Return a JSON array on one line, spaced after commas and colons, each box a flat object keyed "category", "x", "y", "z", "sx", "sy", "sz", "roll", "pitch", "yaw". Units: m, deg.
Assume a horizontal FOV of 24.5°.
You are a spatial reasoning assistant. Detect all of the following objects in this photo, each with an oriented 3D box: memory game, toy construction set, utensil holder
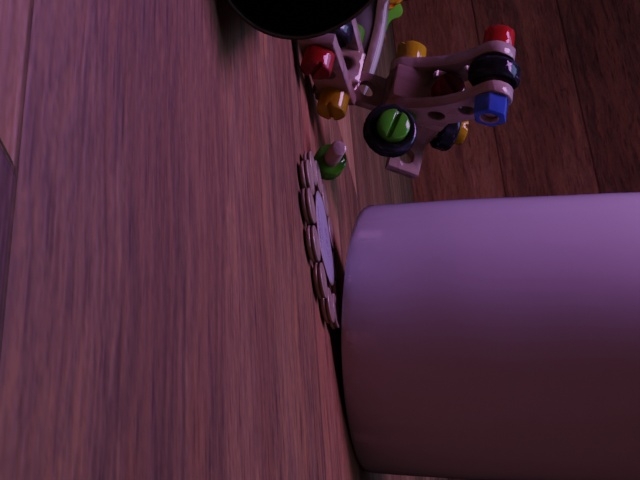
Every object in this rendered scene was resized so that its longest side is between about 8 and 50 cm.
[{"category": "memory game", "x": 0.000, "y": 0.000, "z": 1.508, "sx": 0.186, "sy": 0.012, "sz": 0.186, "roll": -8, "pitch": 90, "yaw": -83}, {"category": "toy construction set", "x": 0.071, "y": -0.211, "z": 1.712, "sx": 0.237, "sy": 0.257, "sz": 0.309, "roll": 122, "pitch": -44, "yaw": -70}, {"category": "utensil holder", "x": 0.240, "y": 0.107, "z": 1.607, "sx": 0.327, "sy": 0.385, "sz": 0.328, "roll": -1, "pitch": 90, "yaw": -77}]

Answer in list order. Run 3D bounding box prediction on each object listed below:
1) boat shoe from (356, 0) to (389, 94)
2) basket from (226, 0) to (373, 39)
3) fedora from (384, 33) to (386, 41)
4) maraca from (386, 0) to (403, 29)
[{"category": "boat shoe", "x": 0.044, "y": -0.299, "z": 1.879, "sx": 0.305, "sy": 0.091, "sz": 0.109, "roll": 101, "pitch": 2, "yaw": -49}, {"category": "basket", "x": -0.005, "y": -0.262, "z": 1.207, "sx": 0.227, "sy": 0.154, "sz": 0.204, "roll": -86, "pitch": -169, "yaw": -84}, {"category": "fedora", "x": 0.050, "y": -0.325, "z": 2.117, "sx": 0.194, "sy": 0.079, "sz": 0.194, "roll": -8, "pitch": 90, "yaw": -84}, {"category": "maraca", "x": 0.074, "y": -0.349, "z": 1.975, "sx": 0.099, "sy": 0.127, "sz": 0.186, "roll": 50, "pitch": -33, "yaw": 38}]
